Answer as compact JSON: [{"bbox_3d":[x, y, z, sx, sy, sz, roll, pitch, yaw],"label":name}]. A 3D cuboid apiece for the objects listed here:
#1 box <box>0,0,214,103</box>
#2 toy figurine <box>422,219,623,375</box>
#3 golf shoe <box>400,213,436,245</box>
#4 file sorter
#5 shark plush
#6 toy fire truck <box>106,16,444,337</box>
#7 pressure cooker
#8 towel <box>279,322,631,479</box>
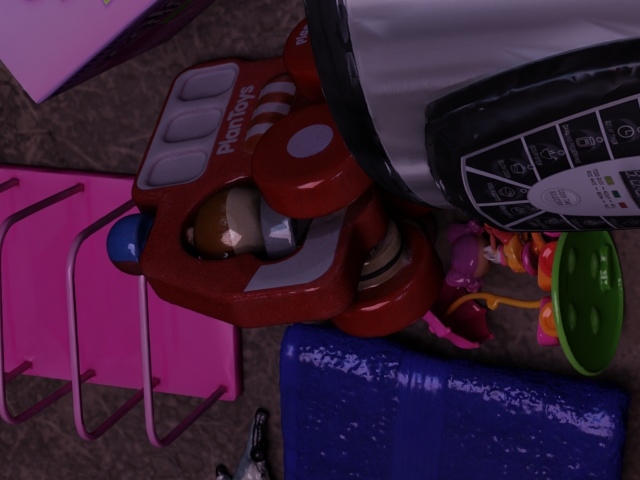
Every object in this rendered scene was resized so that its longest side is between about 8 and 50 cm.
[{"bbox_3d":[-0.135,-0.238,1.503,0.213,0.243,0.117,-37,91,26],"label":"box"},{"bbox_3d":[0.151,0.026,1.561,0.159,0.130,0.173,-3,84,32],"label":"toy figurine"},{"bbox_3d":[0.000,0.000,1.615,0.186,0.086,0.067,-3,107,24],"label":"golf shoe"},{"bbox_3d":[-0.239,0.057,1.673,0.290,0.182,0.202,6,108,20],"label":"file sorter"},{"bbox_3d":[-0.082,0.232,1.742,0.067,0.073,0.161,33,125,43],"label":"shark plush"},{"bbox_3d":[-0.037,-0.047,1.507,0.254,0.302,0.169,-9,133,24],"label":"toy fire truck"},{"bbox_3d":[0.233,-0.205,1.290,0.420,0.370,0.376,-1,111,24],"label":"pressure cooker"},{"bbox_3d":[0.112,0.192,1.646,0.308,0.076,0.228,11,117,18],"label":"towel"}]
